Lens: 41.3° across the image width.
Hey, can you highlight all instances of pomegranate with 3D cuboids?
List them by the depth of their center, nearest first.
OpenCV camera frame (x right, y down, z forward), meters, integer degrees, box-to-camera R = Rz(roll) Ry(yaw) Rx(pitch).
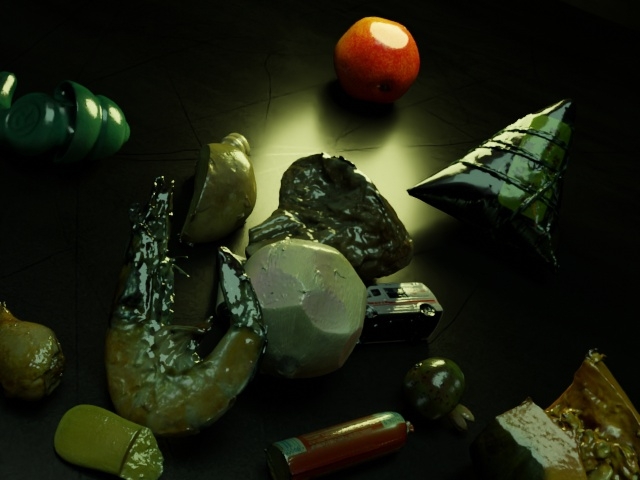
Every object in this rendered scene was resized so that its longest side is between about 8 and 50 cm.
[{"bbox_3d":[0.207,0.269,1.460,0.142,0.114,0.114,49,42,-6],"label":"pomegranate"},{"bbox_3d":[0.138,-0.469,2.170,0.221,0.220,0.256,3,36,-20],"label":"pomegranate"}]

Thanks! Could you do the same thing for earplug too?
[{"bbox_3d":[-0.529,-0.239,1.700,0.280,0.163,0.257,10,3,-30],"label":"earplug"}]

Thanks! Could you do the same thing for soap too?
[{"bbox_3d":[-0.305,0.295,1.236,0.169,0.033,0.089,14,67,7],"label":"soap"}]

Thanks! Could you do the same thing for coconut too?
[{"bbox_3d":[-0.043,0.122,1.410,0.227,0.227,0.230,19,44,-2],"label":"coconut"}]

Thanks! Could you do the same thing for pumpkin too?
[{"bbox_3d":[0.396,0.339,1.341,0.303,0.256,0.225,-26,60,-13],"label":"pumpkin"}]

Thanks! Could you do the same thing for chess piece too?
[{"bbox_3d":[-0.212,-0.176,1.807,0.066,0.066,0.122,35,48,16],"label":"chess piece"}]

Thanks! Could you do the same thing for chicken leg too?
[{"bbox_3d":[-0.483,0.148,1.312,0.107,0.087,0.251,-30,56,-34],"label":"chicken leg"}]

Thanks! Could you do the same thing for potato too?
[{"bbox_3d":[-0.185,-0.093,1.670,0.138,0.098,0.243,22,52,-22],"label":"potato"}]

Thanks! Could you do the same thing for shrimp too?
[{"bbox_3d":[-0.220,0.087,1.338,0.272,0.085,0.444,-14,64,14],"label":"shrimp"}]

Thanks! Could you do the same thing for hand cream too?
[{"bbox_3d":[-0.153,0.085,1.548,0.087,0.054,0.186,23,32,-11],"label":"hand cream"}]

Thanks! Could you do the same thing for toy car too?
[{"bbox_3d":[0.118,0.132,1.577,0.210,0.089,0.108,-1,44,-27],"label":"toy car"}]

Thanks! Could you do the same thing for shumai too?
[{"bbox_3d":[-0.002,0.003,1.655,0.346,0.217,0.283,35,72,32],"label":"shumai"}]

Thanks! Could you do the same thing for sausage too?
[{"bbox_3d":[0.044,0.325,1.341,0.264,0.083,0.083,-8,48,-32],"label":"sausage"}]

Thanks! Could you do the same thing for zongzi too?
[{"bbox_3d":[0.377,-0.139,1.895,0.362,0.319,0.383,19,58,-7],"label":"zongzi"}]
